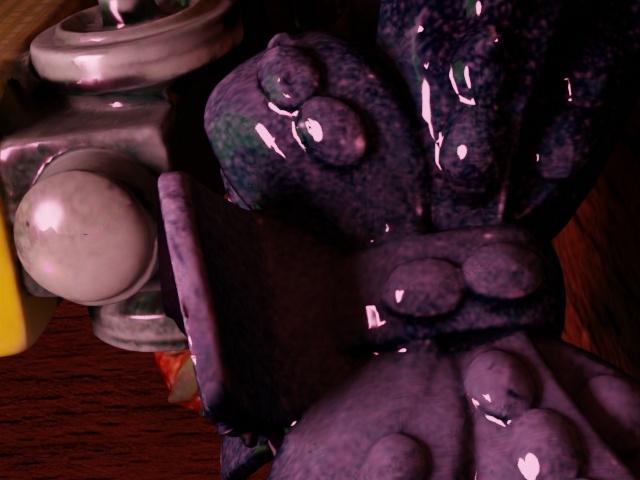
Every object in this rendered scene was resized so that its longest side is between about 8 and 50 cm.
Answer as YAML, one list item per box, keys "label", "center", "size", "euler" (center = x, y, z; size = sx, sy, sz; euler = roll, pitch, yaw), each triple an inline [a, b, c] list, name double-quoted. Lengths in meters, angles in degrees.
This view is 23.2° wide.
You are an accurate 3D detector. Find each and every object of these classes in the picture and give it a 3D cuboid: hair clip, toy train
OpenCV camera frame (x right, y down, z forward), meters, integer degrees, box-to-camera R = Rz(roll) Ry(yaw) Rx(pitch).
- label: "hair clip"
  center: [0.046, 0.030, 0.621]
  size: [0.194, 0.206, 0.310]
  euler: [92, 171, -73]
- label: "toy train"
  center: [-0.148, -0.071, 0.868]
  size: [0.442, 0.272, 0.179]
  euler: [-77, -19, -67]

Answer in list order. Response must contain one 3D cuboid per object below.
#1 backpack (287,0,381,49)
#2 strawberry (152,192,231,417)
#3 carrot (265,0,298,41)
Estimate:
- label: "backpack"
  center: [0.027, -0.252, 1.014]
  size: [0.253, 0.140, 0.207]
  euler: [82, 178, -53]
- label: "strawberry"
  center: [0.000, 0.000, 1.151]
  size: [0.288, 0.250, 0.238]
  euler: [-44, -43, -41]
- label: "carrot"
  center: [-0.120, -0.175, 1.213]
  size: [0.340, 0.241, 0.241]
  euler: [-44, 37, 32]
